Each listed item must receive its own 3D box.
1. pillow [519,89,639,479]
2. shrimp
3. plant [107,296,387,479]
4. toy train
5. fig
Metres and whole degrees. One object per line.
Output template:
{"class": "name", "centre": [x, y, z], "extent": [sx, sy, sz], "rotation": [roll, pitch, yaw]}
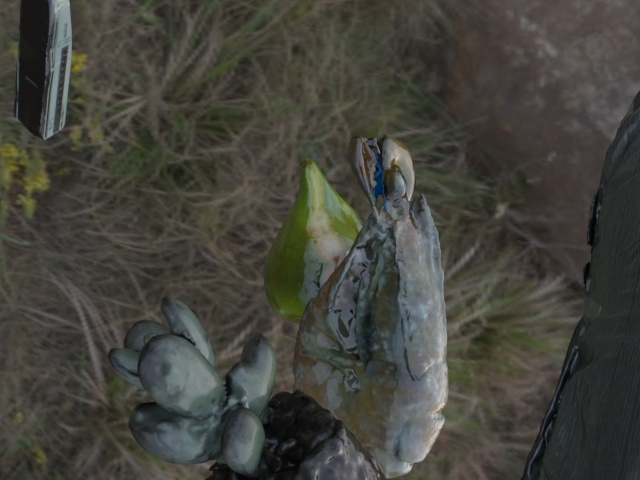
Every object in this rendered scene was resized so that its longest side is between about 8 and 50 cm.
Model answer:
{"class": "pillow", "centre": [0.179, 0.051, 0.548], "extent": [0.093, 0.161, 0.335], "rotation": [21, 77, -27]}
{"class": "shrimp", "centre": [0.066, 0.087, 1.470], "extent": [0.110, 0.221, 0.445], "rotation": [3, 91, -60]}
{"class": "plant", "centre": [-0.062, 0.167, 0.975], "extent": [0.274, 0.146, 0.149], "rotation": [47, 67, -13]}
{"class": "toy train", "centre": [-0.297, -0.219, 1.248], "extent": [0.048, 0.055, 0.252], "rotation": [-35, 158, -38]}
{"class": "fig", "centre": [0.000, 0.000, 1.891], "extent": [0.206, 0.206, 0.275], "rotation": [-4, 85, -36]}
